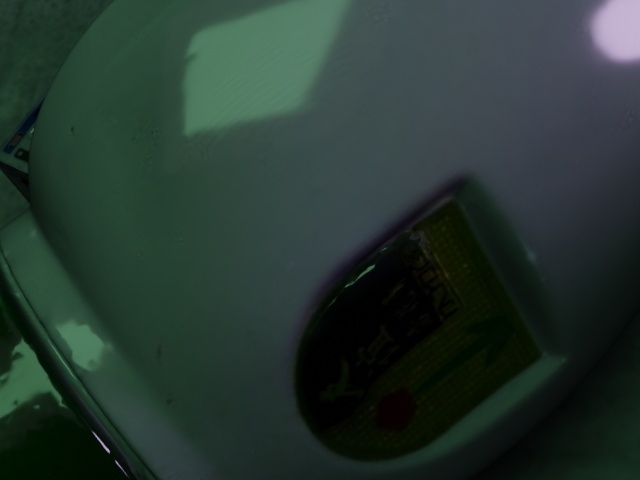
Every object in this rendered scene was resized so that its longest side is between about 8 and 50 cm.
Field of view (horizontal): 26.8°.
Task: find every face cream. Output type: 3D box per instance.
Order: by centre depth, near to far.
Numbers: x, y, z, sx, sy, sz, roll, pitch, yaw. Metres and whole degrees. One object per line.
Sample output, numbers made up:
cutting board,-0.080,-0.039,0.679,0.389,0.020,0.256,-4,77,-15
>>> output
face cream,0.000,0.000,0.650,0.357,0.312,0.219,-36,38,-3

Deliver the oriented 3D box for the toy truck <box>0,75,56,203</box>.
toy truck,-0.066,-0.107,0.846,0.155,0.124,0.268,22,67,30
